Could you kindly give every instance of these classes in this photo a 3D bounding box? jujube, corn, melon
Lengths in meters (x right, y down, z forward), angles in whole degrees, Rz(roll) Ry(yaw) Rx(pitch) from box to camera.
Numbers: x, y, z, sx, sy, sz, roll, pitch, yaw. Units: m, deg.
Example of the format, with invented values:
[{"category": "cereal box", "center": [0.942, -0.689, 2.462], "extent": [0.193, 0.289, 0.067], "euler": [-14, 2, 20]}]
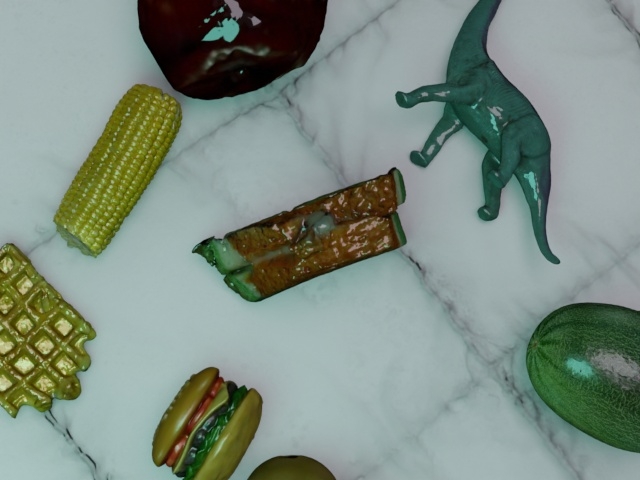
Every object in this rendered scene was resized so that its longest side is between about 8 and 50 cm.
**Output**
[{"category": "jujube", "center": [-0.110, -0.373, 1.754], "extent": [0.259, 0.258, 0.376], "euler": [11, 80, -6]}, {"category": "corn", "center": [-0.270, -0.097, 1.733], "extent": [0.093, 0.093, 0.244], "euler": [27, 75, -2]}, {"category": "melon", "center": [0.414, 0.188, 1.724], "extent": [0.288, 0.182, 0.182], "euler": [28, 74, -4]}]

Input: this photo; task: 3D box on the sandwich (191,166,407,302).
[{"category": "sandwich", "center": [0.005, -0.003, 1.706], "extent": [0.292, 0.212, 0.109], "euler": [-23, 96, -27]}]

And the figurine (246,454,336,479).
[{"category": "figurine", "center": [-0.036, 0.411, 1.607], "extent": [0.343, 0.167, 0.284], "euler": [4, 80, -8]}]

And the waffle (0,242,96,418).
[{"category": "waffle", "center": [-0.387, 0.128, 1.679], "extent": [0.211, 0.055, 0.160], "euler": [43, 76, 4]}]

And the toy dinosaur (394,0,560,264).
[{"category": "toy dinosaur", "center": [0.291, -0.202, 1.850], "extent": [0.383, 0.129, 0.331], "euler": [44, 66, 2]}]

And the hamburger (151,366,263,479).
[{"category": "hamburger", "center": [-0.144, 0.241, 1.640], "extent": [0.115, 0.162, 0.162], "euler": [30, 74, 1]}]
